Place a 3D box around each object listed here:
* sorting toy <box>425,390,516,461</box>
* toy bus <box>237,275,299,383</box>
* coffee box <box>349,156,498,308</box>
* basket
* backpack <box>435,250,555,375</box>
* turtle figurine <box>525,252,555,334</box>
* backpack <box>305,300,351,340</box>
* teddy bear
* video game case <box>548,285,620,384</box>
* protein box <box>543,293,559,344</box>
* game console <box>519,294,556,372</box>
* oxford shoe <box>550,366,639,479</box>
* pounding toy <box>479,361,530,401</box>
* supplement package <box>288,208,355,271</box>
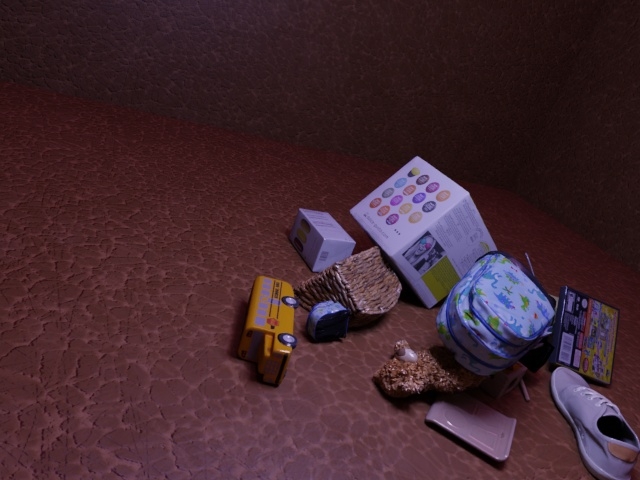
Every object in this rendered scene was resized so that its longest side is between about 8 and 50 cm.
[{"bbox_3d":[0.388,0.468,1.367,0.208,0.038,0.193,23,22,20],"label":"sorting toy"},{"bbox_3d":[-0.133,0.222,1.384,0.130,0.108,0.332,16,23,-8],"label":"toy bus"},{"bbox_3d":[0.374,-0.033,1.918,0.338,0.334,0.337,50,3,-38],"label":"coffee box"},{"bbox_3d":[0.094,0.176,1.699,0.299,0.223,0.213,-18,76,-56],"label":"basket"},{"bbox_3d":[0.467,0.197,1.421,0.355,0.273,0.290,-30,76,-30],"label":"backpack"},{"bbox_3d":[0.736,0.247,1.946,0.198,0.274,0.266,-18,34,-2],"label":"turtle figurine"},{"bbox_3d":[0.014,0.229,1.502,0.114,0.105,0.084,-8,27,-35],"label":"backpack"},{"bbox_3d":[0.308,0.338,1.445,0.338,0.113,0.245,6,19,-16],"label":"teddy bear"},{"bbox_3d":[0.910,0.327,1.821,0.248,0.274,0.035,22,-18,-15],"label":"video game case"},{"bbox_3d":[0.945,0.332,1.993,0.201,0.136,0.200,19,22,-2],"label":"protein box"},{"bbox_3d":[0.690,0.265,1.744,0.213,0.044,0.361,43,45,17],"label":"game console"},{"bbox_3d":[0.785,0.494,1.516,0.169,0.130,0.449,19,21,2],"label":"oxford shoe"},{"bbox_3d":[0.569,0.394,1.598,0.206,0.094,0.181,-5,34,-45],"label":"pounding toy"},{"bbox_3d":[0.000,0.000,1.954,0.134,0.139,0.244,7,25,-30],"label":"supplement package"}]
